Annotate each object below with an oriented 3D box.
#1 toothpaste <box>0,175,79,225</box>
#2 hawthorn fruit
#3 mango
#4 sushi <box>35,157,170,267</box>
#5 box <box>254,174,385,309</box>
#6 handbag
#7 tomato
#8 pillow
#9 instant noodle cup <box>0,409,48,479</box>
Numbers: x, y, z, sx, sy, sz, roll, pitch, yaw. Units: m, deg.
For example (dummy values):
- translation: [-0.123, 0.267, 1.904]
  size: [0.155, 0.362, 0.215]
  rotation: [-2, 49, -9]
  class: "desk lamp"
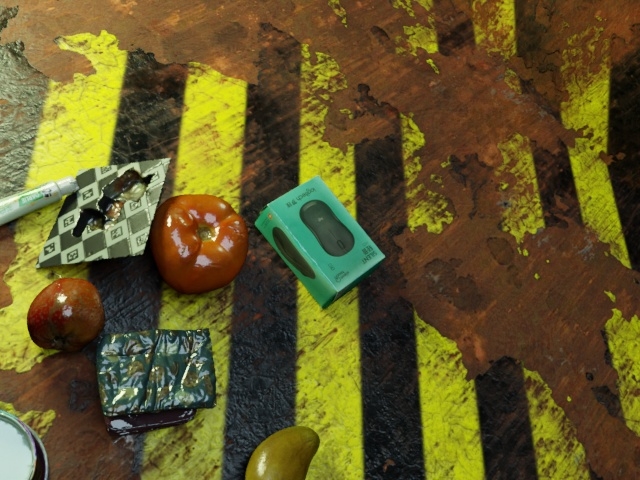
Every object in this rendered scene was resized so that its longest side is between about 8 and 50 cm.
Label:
- translation: [-0.723, -0.076, 1.554]
  size: [0.314, 0.055, 0.058]
  rotation: [-29, 34, -29]
  class: "toothpaste"
- translation: [-0.554, 0.141, 1.465]
  size: [0.163, 0.162, 0.203]
  rotation: [12, 48, -19]
  class: "hawthorn fruit"
- translation: [-0.087, 0.509, 1.514]
  size: [0.136, 0.099, 0.227]
  rotation: [42, 47, 5]
  class: "mango"
- translation: [-0.496, -0.054, 1.579]
  size: [0.294, 0.059, 0.292]
  rotation: [-4, 55, 20]
  class: "sushi"
- translation: [0.000, 0.000, 1.804]
  size: [0.205, 0.118, 0.311]
  rotation: [-34, 81, -32]
  class: "box"
- translation: [-0.391, 0.318, 1.486]
  size: [0.203, 0.074, 0.216]
  rotation: [-5, 65, -27]
  class: "handbag"
- translation: [-0.297, 0.012, 1.622]
  size: [0.260, 0.180, 0.259]
  rotation: [11, 63, -22]
  class: "tomato"
- translation: [-0.356, 0.284, 1.454]
  size: [0.256, 0.034, 0.188]
  rotation: [0, 63, -24]
  class: "pillow"
- translation: [-0.638, 0.428, 1.242]
  size: [0.251, 0.190, 0.251]
  rotation: [10, 61, -20]
  class: "instant noodle cup"
